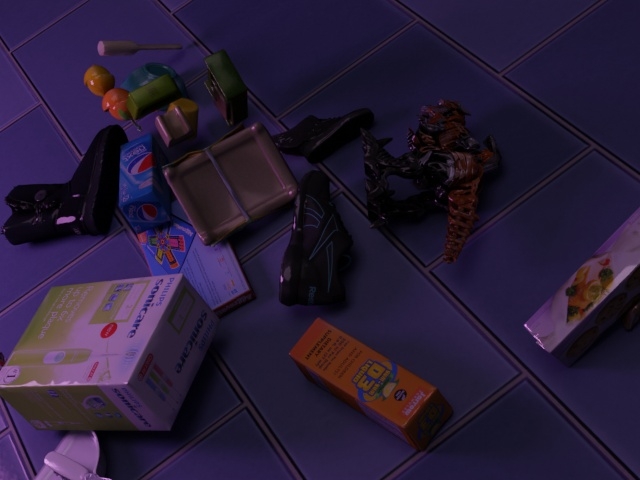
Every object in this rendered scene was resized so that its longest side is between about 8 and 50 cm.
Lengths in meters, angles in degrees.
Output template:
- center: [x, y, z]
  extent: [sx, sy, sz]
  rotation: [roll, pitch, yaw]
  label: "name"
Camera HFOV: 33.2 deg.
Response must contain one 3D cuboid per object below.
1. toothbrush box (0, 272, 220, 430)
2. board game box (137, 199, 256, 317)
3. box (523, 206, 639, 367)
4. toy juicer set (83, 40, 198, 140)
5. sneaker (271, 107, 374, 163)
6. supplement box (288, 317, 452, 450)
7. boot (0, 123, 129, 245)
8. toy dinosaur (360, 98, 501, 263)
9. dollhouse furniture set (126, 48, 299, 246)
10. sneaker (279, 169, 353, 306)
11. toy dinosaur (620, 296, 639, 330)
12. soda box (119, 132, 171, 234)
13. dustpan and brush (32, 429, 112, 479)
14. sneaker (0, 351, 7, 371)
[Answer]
- center: [-0.325, 0.173, 1.634]
  extent: [0.283, 0.122, 0.206]
  rotation: [-5, 45, 32]
  label: "toothbrush box"
- center: [-0.217, 0.031, 1.806]
  extent: [0.145, 0.027, 0.281]
  rotation: [-28, 46, 0]
  label: "board game box"
- center: [0.409, 0.028, 1.416]
  extent: [0.324, 0.067, 0.063]
  rotation: [-46, 48, 8]
  label: "box"
- center: [-0.354, -0.296, 2.066]
  extent: [0.209, 0.090, 0.329]
  rotation: [6, 34, -19]
  label: "toy juicer set"
- center: [0.004, -0.195, 1.877]
  extent: [0.170, 0.051, 0.089]
  rotation: [-36, 50, -2]
  label: "sneaker"
- center: [0.067, 0.197, 1.494]
  extent: [0.233, 0.080, 0.078]
  rotation: [28, 70, 37]
  label: "supplement box"
- center: [-0.478, -0.106, 2.001]
  extent: [0.207, 0.094, 0.247]
  rotation: [-4, 57, 18]
  label: "boot"
- center: [0.176, -0.105, 1.661]
  extent: [0.218, 0.164, 0.322]
  rotation: [-5, 27, 1]
  label: "toy dinosaur"
- center: [-0.183, -0.145, 1.865]
  extent: [0.197, 0.151, 0.302]
  rotation: [-28, 83, -10]
  label: "dollhouse furniture set"
- center: [0.000, 0.000, 1.701]
  extent: [0.106, 0.101, 0.267]
  rotation: [6, 51, 3]
  label: "sneaker"
- center: [0.493, 0.050, 1.425]
  extent: [0.211, 0.064, 0.112]
  rotation: [-34, 45, -5]
  label: "toy dinosaur"
- center: [-0.313, -0.105, 1.912]
  extent: [0.067, 0.071, 0.210]
  rotation: [-23, 35, 6]
  label: "soda box"
- center: [-0.350, 0.346, 1.576]
  extent: [0.211, 0.060, 0.147]
  rotation: [16, 60, 35]
  label: "dustpan and brush"
- center: [-0.578, 0.206, 1.819]
  extent: [0.118, 0.042, 0.067]
  rotation: [25, 70, 30]
  label: "sneaker"
